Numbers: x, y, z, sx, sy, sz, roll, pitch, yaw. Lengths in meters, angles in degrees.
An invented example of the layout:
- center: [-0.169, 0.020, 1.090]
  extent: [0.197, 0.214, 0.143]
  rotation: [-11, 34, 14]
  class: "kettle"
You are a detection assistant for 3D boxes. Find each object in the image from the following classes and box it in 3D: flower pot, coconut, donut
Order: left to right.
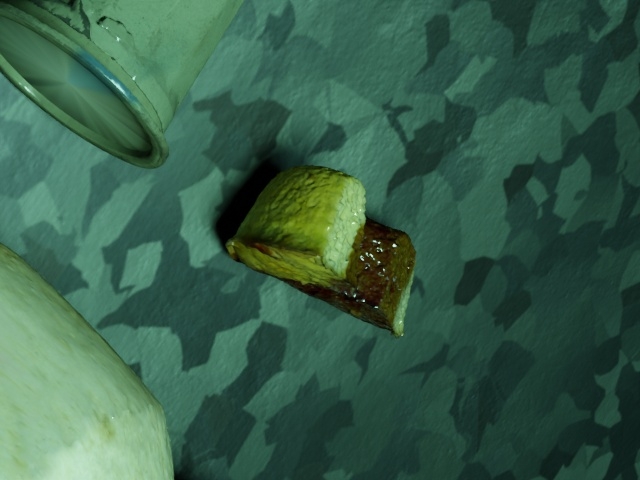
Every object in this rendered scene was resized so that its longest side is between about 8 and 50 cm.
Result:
- center: [-0.329, 0.182, 1.398]
  extent: [0.415, 0.415, 0.345]
  rotation: [26, 106, -44]
  class: "coconut"
- center: [-0.168, -0.204, 1.420]
  extent: [0.203, 0.212, 0.212]
  rotation: [-57, 136, -18]
  class: "flower pot"
- center: [0.000, 0.000, 1.696]
  extent: [0.112, 0.151, 0.295]
  rotation: [-66, 155, -12]
  class: "donut"
